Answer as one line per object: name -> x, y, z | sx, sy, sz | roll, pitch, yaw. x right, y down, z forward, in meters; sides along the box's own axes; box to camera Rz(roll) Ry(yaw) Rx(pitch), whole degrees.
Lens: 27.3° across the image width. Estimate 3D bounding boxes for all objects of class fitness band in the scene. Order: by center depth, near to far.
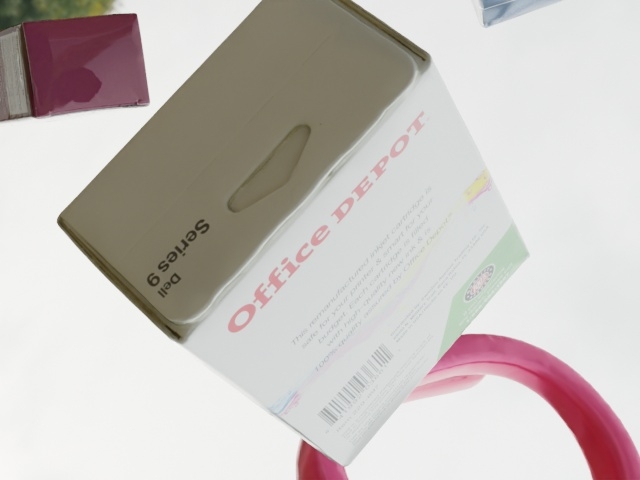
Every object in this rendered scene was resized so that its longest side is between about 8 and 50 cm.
fitness band -> 0.115, 0.166, 0.915 | 0.209, 0.291, 0.054 | 58, -47, 23

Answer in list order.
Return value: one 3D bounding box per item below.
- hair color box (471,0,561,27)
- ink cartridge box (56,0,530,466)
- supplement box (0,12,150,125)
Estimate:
hair color box -> 0.075, -0.248, 0.544 | 0.105, 0.347, 0.174 | -19, -109, 6
ink cartridge box -> 0.000, 0.000, 0.620 | 0.093, 0.212, 0.154 | 39, -95, 28
supplement box -> -0.235, -0.145, 1.152 | 0.188, 0.104, 0.081 | 3, -79, 60
